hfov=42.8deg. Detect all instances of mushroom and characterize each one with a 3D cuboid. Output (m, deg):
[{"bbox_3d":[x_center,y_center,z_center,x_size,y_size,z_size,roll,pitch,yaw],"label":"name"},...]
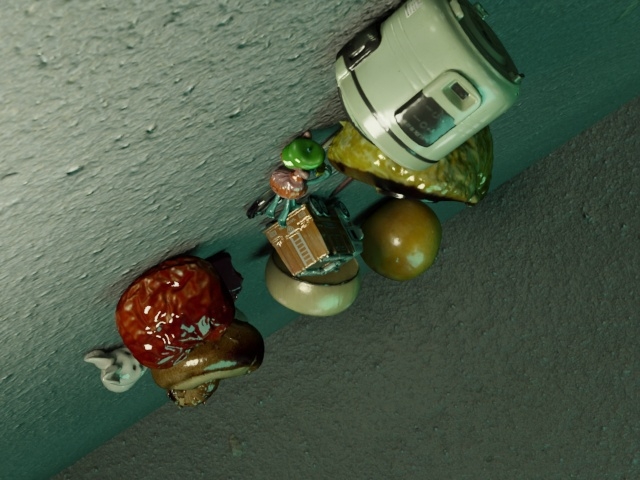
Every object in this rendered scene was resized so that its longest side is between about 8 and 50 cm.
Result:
[{"bbox_3d":[-0.274,0.286,1.980,0.278,0.163,0.297,-39,157,23],"label":"mushroom"}]

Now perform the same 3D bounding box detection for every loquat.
[{"bbox_3d":[0.241,-0.012,2.459,0.263,0.263,0.263,-31,170,-6],"label":"loquat"}]

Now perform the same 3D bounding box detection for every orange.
[{"bbox_3d":[0.175,-0.180,1.459,0.368,0.270,0.211,-13,115,-65],"label":"orange"}]

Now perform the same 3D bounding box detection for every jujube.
[{"bbox_3d":[-0.297,0.142,1.672,0.232,0.213,0.213,-27,170,-1],"label":"jujube"}]

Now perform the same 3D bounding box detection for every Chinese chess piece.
[{"bbox_3d":[-0.018,0.089,2.109,0.249,0.249,0.103,-22,135,-44],"label":"Chinese chess piece"}]

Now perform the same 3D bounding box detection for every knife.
[{"bbox_3d":[0.088,-0.155,1.898,0.035,0.018,0.247,-26,169,-45],"label":"knife"}]

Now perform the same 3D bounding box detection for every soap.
[{"bbox_3d":[-0.284,0.135,1.926,0.162,0.099,0.250,-27,168,-24],"label":"soap"}]

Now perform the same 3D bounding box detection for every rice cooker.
[{"bbox_3d":[0.147,-0.228,1.176,0.244,0.226,0.226,-34,170,30],"label":"rice cooker"}]

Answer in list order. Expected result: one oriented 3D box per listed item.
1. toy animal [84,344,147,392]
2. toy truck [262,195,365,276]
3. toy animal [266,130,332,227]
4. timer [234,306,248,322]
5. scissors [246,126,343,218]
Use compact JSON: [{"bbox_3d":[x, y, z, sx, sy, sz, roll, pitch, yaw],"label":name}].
[{"bbox_3d":[-0.514,0.320,2.091,0.130,0.104,0.221,-28,170,-14],"label":"toy animal"},{"bbox_3d":[0.000,0.000,1.935,0.136,0.162,0.305,-33,169,18],"label":"toy truck"},{"bbox_3d":[-0.038,-0.110,1.498,0.103,0.100,0.208,10,141,-13],"label":"toy animal"},{"bbox_3d":[-0.285,0.284,2.238,0.233,0.240,0.234,-34,-148,25],"label":"timer"},{"bbox_3d":[-0.040,-0.134,1.605,0.300,0.022,0.109,-40,171,34],"label":"scissors"}]
